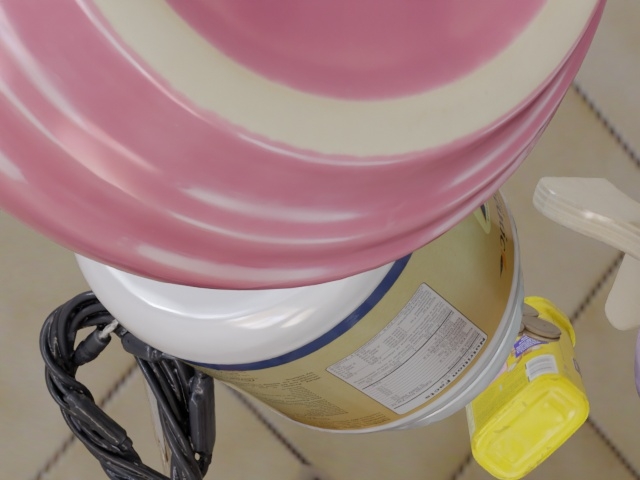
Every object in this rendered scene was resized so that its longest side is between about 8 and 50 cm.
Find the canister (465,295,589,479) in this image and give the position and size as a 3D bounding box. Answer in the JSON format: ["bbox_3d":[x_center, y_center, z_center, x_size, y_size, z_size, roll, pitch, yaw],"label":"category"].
[{"bbox_3d":[0.191,0.140,1.721,0.073,0.170,0.126,41,107,-14],"label":"canister"}]

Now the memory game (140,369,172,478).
[{"bbox_3d":[-0.129,0.120,1.436,0.012,0.186,0.186,-11,94,-9],"label":"memory game"}]

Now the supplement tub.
[{"bbox_3d":[0.000,0.000,1.186,0.316,0.228,0.228,38,67,-62],"label":"supplement tub"}]

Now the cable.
[{"bbox_3d":[-0.139,0.124,1.294,0.047,0.150,0.184,-43,144,-41],"label":"cable"}]

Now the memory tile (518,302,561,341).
[{"bbox_3d":[0.114,0.052,1.466,0.148,0.113,0.012,8,108,-29],"label":"memory tile"}]

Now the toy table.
[{"bbox_3d":[0.310,0.007,1.456,0.252,0.161,0.274,11,119,-31],"label":"toy table"}]

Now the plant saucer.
[{"bbox_3d":[-0.011,-0.149,0.621,0.332,0.084,0.332,1,88,-33],"label":"plant saucer"}]
